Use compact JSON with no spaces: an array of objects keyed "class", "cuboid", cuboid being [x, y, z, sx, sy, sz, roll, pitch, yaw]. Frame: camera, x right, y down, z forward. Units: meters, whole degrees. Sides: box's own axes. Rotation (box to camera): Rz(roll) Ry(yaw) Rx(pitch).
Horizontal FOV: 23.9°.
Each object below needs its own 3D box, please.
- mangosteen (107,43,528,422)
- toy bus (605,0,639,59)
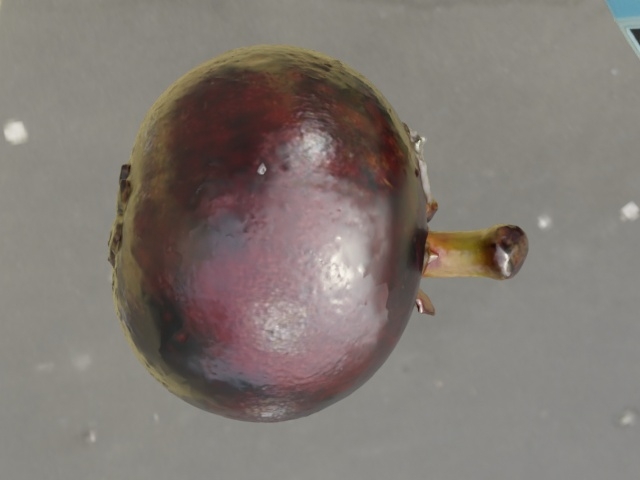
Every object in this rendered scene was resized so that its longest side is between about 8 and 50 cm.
[{"class":"mangosteen","cuboid":[0.000,0.000,0.948,0.262,0.235,0.235,6,122,-10]},{"class":"toy bus","cuboid":[0.343,-0.206,1.102,0.133,0.271,0.164,-51,126,-30]}]
